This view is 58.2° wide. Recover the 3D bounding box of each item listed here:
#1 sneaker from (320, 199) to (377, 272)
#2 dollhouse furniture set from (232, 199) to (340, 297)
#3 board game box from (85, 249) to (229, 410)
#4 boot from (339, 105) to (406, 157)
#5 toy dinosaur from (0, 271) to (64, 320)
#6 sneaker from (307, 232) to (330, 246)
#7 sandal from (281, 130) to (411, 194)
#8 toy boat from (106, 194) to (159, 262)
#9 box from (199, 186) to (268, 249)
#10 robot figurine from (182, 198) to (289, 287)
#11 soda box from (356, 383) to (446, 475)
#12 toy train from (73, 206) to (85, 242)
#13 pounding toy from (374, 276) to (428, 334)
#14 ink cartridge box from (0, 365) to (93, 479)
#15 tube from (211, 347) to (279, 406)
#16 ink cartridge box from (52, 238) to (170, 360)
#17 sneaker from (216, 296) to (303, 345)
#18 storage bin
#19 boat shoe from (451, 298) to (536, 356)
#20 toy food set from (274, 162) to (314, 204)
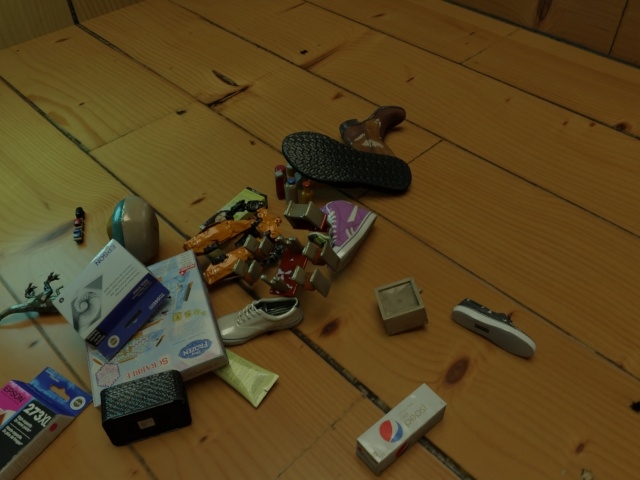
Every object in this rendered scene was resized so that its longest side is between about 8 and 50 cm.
[{"bbox_3d":[0.044,-0.021,1.693,0.161,0.102,0.282,30,40,7],"label":"sneaker"},{"bbox_3d":[-0.063,0.033,1.560,0.261,0.135,0.259,5,62,34],"label":"dollhouse furniture set"},{"bbox_3d":[-0.421,0.217,1.429,0.318,0.066,0.318,-21,57,-3],"label":"board game box"},{"bbox_3d":[0.227,-0.357,2.048,0.263,0.096,0.281,-14,47,-12],"label":"boot"},{"bbox_3d":[-0.768,0.159,1.582,0.267,0.064,0.118,-12,52,-6],"label":"toy dinosaur"},{"bbox_3d":[0.000,0.000,1.738,0.083,0.031,0.035,10,46,11],"label":"sneaker"},{"bbox_3d":[0.079,-0.228,1.885,0.445,0.107,0.168,14,63,-14],"label":"sandal"},{"bbox_3d":[-0.534,0.035,1.599,0.147,0.267,0.319,-2,77,-8],"label":"toy boat"},{"bbox_3d":[-0.267,-0.074,1.801,0.087,0.058,0.232,25,50,23],"label":"box"},{"bbox_3d":[-0.238,0.005,1.670,0.290,0.085,0.211,-29,84,-27],"label":"robot figurine"},{"bbox_3d":[0.181,0.419,1.285,0.216,0.069,0.074,-31,52,-26],"label":"soda box"},{"bbox_3d":[-0.758,-0.051,1.805,0.027,0.036,0.158,-11,46,-9],"label":"toy train"},{"bbox_3d":[0.222,0.168,1.532,0.130,0.100,0.141,-18,43,4],"label":"pounding toy"},{"bbox_3d":[-0.714,0.442,1.294,0.175,0.069,0.371,23,47,23],"label":"ink cartridge box"},{"bbox_3d":[-0.225,0.312,1.417,0.240,0.070,0.062,26,13,22],"label":"tube"},{"bbox_3d":[-0.516,0.139,1.411,0.224,0.045,0.223,35,78,27],"label":"ink cartridge box"},{"bbox_3d":[-0.173,0.197,1.501,0.257,0.091,0.094,-15,46,-13],"label":"sneaker"},{"bbox_3d":[-0.393,0.379,1.302,0.180,0.122,0.084,-14,46,-13],"label":"storage bin"},{"bbox_3d":[0.454,0.216,1.483,0.228,0.080,0.076,24,51,33],"label":"boat shoe"},{"bbox_3d":[-0.094,-0.202,1.892,0.111,0.105,0.232,-10,45,-8],"label":"toy food set"}]
